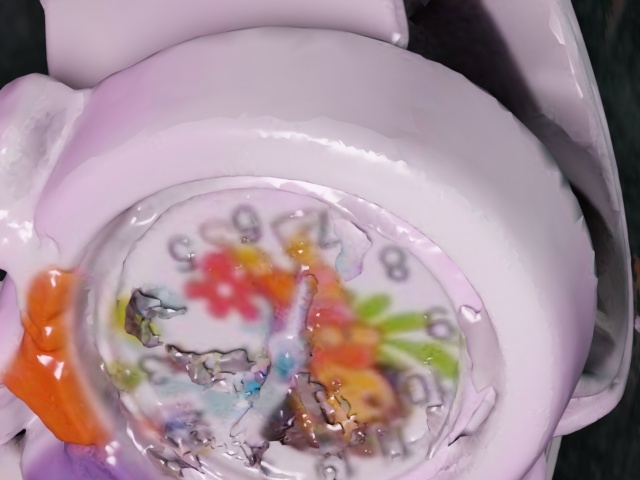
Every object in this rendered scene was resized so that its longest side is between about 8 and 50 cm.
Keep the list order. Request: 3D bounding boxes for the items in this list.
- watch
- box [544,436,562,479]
[{"bbox_3d":[0.000,0.000,0.594,0.231,0.196,0.244,-75,144,-53],"label":"watch"},{"bbox_3d":[0.039,0.099,0.708,0.089,0.043,0.125,41,58,-43],"label":"box"}]
